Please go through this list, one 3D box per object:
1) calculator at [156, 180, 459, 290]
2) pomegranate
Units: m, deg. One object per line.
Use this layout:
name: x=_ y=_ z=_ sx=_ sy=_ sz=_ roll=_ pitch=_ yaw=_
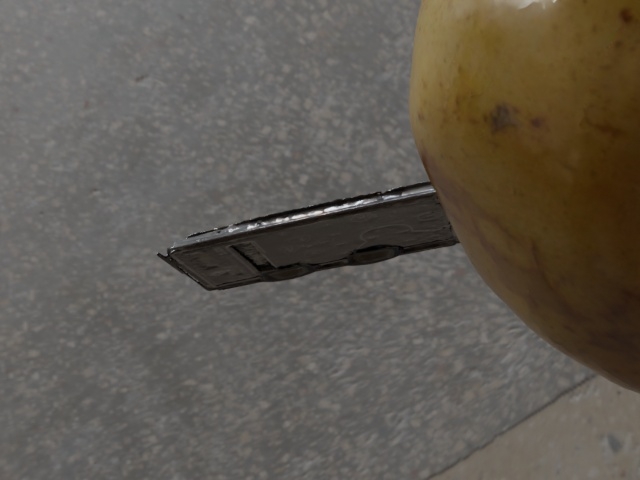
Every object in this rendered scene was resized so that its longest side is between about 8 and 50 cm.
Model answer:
calculator: x=0.000 y=0.001 z=1.009 sx=0.274 sy=0.166 sz=0.028 roll=-12 pitch=75 yaw=10
pomegranate: x=0.160 y=-0.071 z=0.444 sx=0.264 sy=0.264 sz=0.265 roll=-1 pitch=87 yaw=14
